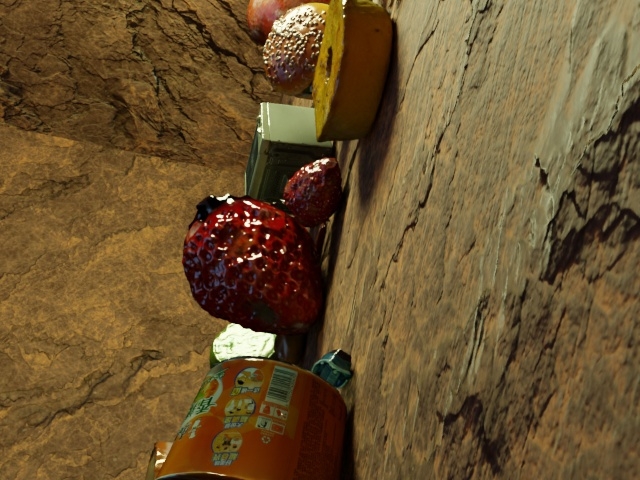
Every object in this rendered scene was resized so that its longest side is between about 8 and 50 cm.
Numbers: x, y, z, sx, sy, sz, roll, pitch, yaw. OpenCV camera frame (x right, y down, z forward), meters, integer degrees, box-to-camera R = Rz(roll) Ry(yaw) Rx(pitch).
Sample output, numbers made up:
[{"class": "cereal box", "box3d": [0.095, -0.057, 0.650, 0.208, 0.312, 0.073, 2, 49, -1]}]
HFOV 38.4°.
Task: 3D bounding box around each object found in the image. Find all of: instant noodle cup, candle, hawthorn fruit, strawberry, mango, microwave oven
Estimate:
[{"class": "instant noodle cup", "box3d": [-0.087, 0.319, 1.355, 0.296, 0.296, 0.214, 111, 177, -52]}, {"class": "candle", "box3d": [-0.001, 0.000, 1.993, 0.021, 0.026, 0.167, -99, 21, -56]}, {"class": "hawthorn fruit", "box3d": [-0.048, -0.573, 2.339, 0.284, 0.284, 0.285, -169, 90, -82]}, {"class": "strawberry", "box3d": [-0.014, -0.100, 1.889, 0.148, 0.131, 0.131, 98, 177, -52]}, {"class": "mango", "box3d": [-0.066, 0.228, 2.024, 0.080, 0.060, 0.114, -46, 28, 46]}, {"class": "microwave oven", "box3d": [-0.073, -0.185, 2.182, 0.241, 0.193, 0.145, 109, 163, -47]}, {"class": "strawberry", "box3d": [-0.141, 0.078, 1.924, 0.292, 0.291, 0.310, 113, 155, -57]}]

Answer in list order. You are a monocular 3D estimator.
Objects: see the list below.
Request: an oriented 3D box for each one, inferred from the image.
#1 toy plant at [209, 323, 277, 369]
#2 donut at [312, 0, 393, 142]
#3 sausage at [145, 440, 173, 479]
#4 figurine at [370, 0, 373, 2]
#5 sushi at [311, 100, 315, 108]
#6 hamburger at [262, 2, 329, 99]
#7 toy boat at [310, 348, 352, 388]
[{"class": "toy plant", "box3d": [-0.155, 0.357, 2.174, 0.224, 0.184, 0.316, -121, 20, -48]}, {"class": "donut", "box3d": [0.059, -0.321, 1.722, 0.303, 0.110, 0.303, -172, 90, -81]}, {"class": "sausage", "box3d": [-0.175, 0.488, 1.638, 0.233, 0.287, 0.233, -169, 90, -77]}, {"class": "figurine", "box3d": [0.069, -0.496, 1.869, 0.114, 0.126, 0.157, 14, -92, -55]}, {"class": "sushi", "box3d": [0.008, -0.382, 2.357, 0.215, 0.050, 0.192, -153, 74, -81]}, {"class": "hamburger", "box3d": [-0.020, -0.415, 2.022, 0.147, 0.236, 0.237, 30, -112, -67]}, {"class": "toy boat", "box3d": [0.014, 0.217, 1.474, 0.061, 0.060, 0.137, -59, 3, -23]}]
